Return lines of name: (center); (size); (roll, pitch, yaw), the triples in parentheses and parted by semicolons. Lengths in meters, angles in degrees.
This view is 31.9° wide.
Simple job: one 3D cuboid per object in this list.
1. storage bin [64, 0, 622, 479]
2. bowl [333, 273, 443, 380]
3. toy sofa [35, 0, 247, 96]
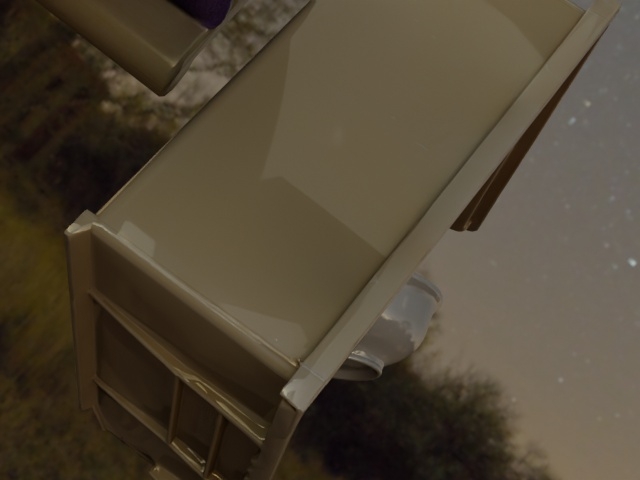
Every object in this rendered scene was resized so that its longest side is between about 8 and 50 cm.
storage bin: (0.000, 0.000, 0.596); (0.123, 0.262, 0.260); (35, -27, 9)
bowl: (0.031, 0.129, 1.696); (0.298, 0.134, 0.298); (9, -20, 3)
toy sofa: (-0.082, -0.195, 0.412); (0.150, 0.177, 0.362); (36, -25, 2)
